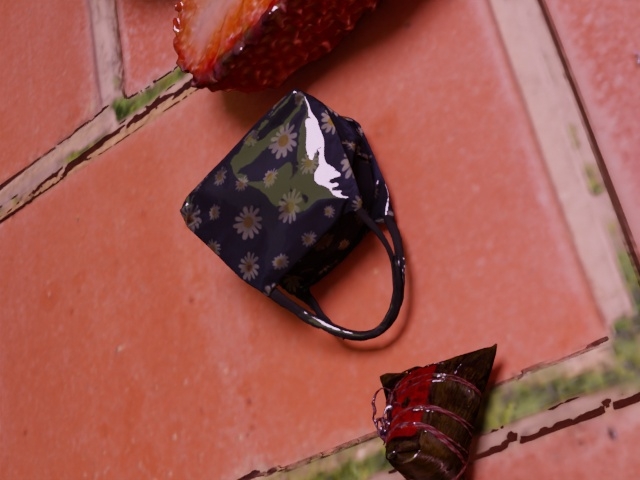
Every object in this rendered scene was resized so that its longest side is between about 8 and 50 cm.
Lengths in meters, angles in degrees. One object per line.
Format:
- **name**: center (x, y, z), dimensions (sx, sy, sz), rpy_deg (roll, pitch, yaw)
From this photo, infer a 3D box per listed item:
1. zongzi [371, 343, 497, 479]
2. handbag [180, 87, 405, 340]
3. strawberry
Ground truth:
- **zongzi**: center (0.052, 0.089, 0.493), dimensions (0.073, 0.067, 0.083), rpy_deg (-1, 55, 50)
- **handbag**: center (0.000, 0.000, 0.553), dimensions (0.115, 0.072, 0.139), rpy_deg (-42, 66, 17)
- **strawberry**: center (0.011, -0.219, 0.595), dimensions (0.286, 0.106, 0.188), rpy_deg (-58, 44, 24)
